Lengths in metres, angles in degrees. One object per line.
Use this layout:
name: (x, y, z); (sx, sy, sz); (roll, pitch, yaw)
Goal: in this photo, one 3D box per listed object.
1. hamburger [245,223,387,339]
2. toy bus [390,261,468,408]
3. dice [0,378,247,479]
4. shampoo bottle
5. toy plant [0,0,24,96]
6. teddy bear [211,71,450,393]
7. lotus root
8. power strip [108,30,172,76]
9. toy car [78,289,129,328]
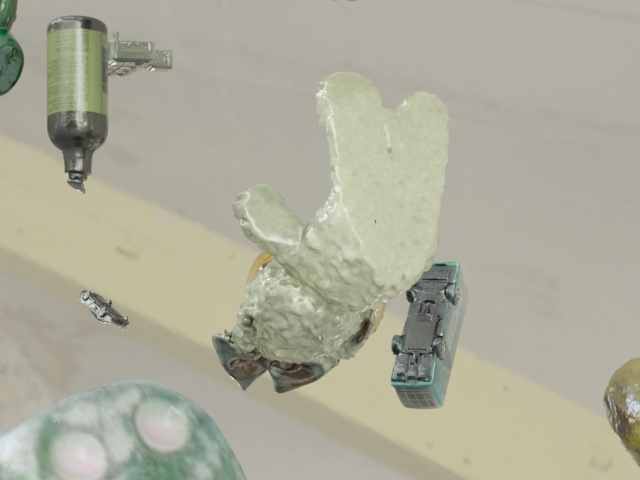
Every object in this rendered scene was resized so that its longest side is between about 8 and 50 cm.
hamburger: (-0.010, 0.107, 2.782); (0.302, 0.302, 0.170); (13, -32, 37)
toy bus: (0.182, 0.153, 2.309); (0.091, 0.262, 0.109); (-2, -45, 24)
dice: (-0.304, 0.419, 1.970); (0.348, 0.328, 0.330); (58, -41, 17)
shampoo bottle: (-0.399, -0.222, 2.292); (0.101, 0.284, 0.101); (-2, -10, 0)
toy plant: (-0.492, -0.285, 1.901); (0.243, 0.233, 0.112); (4, -5, 40)
teddy bear: (0.000, 0.000, 2.006); (0.327, 0.375, 0.362); (11, -23, -31)
lotus root: (0.530, 0.291, 2.164); (0.154, 0.278, 0.154); (-2, -59, -2)
power strip: (-0.361, -0.355, 2.695); (0.145, 0.061, 0.215); (1, -1, -23)
toy car: (-0.273, 0.090, 1.761); (0.041, 0.025, 0.093); (29, 4, -39)
